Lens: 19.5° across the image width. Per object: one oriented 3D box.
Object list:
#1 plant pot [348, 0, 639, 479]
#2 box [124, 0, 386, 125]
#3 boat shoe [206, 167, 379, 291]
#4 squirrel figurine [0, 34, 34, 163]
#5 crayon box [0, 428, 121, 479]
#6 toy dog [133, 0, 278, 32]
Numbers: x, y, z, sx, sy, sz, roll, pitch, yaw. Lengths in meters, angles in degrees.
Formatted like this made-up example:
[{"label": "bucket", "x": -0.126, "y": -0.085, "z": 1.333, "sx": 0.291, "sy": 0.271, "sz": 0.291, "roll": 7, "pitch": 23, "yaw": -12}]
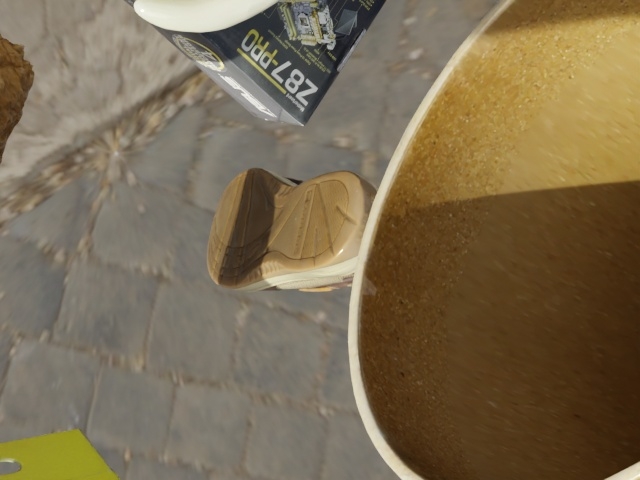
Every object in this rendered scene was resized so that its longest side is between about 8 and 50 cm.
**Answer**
[{"label": "plant pot", "x": 0.180, "y": 0.036, "z": 0.682, "sx": 0.254, "sy": 0.237, "sz": 0.237, "roll": 32, "pitch": 89, "yaw": -31}, {"label": "box", "x": -0.079, "y": -0.351, "z": 1.830, "sx": 0.395, "sy": 0.097, "sz": 0.318, "roll": 39, "pitch": 74, "yaw": -34}, {"label": "boat shoe", "x": 0.000, "y": 0.000, "z": 1.765, "sx": 0.123, "sy": 0.342, "sz": 0.123, "roll": 18, "pitch": 79, "yaw": -26}, {"label": "squirrel figurine", "x": -0.446, "y": -0.158, "z": 1.483, "sx": 0.370, "sy": 0.397, "sz": 0.281, "roll": 22, "pitch": 93, "yaw": -33}, {"label": "crayon box", "x": -0.163, "y": 0.239, "z": 1.076, "sx": 0.202, "sy": 0.318, "sz": 0.081, "roll": -6, "pitch": 123, "yaw": -32}, {"label": "toy dog", "x": -0.142, "y": -0.389, "z": 1.377, "sx": 0.408, "sy": 0.284, "sz": 0.395, "roll": 20, "pitch": 117, "yaw": -17}]
